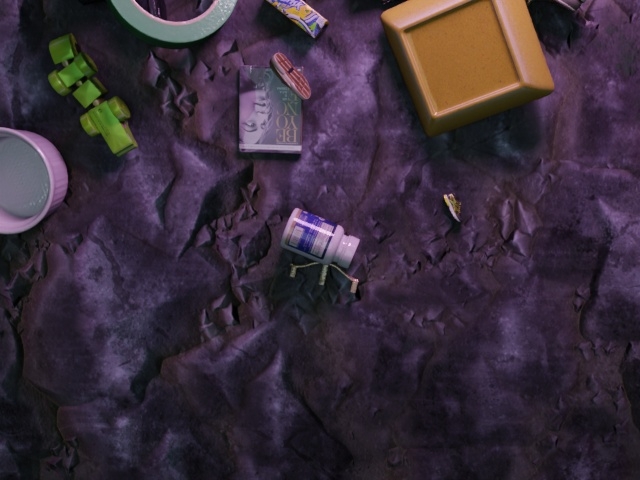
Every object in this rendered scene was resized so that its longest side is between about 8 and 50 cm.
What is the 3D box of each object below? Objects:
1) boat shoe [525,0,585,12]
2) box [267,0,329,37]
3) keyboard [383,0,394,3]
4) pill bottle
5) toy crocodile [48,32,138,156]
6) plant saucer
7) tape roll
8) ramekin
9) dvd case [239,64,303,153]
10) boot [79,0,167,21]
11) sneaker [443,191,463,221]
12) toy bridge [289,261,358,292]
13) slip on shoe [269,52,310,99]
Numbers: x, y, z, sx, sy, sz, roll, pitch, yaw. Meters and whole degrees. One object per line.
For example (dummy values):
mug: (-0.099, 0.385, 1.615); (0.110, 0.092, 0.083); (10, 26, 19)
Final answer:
boat shoe: (0.469, -0.603, 1.759); (0.305, 0.109, 0.091); (30, 104, 6)
box: (-0.061, -0.570, 1.853); (0.169, 0.059, 0.054); (39, 105, -2)
keyboard: (0.172, -0.625, 1.822); (0.192, 0.038, 0.100); (-6, 112, -3)
pill bottle: (0.000, 0.000, 1.940); (0.186, 0.112, 0.112); (23, 104, 1)
toy crocodile: (-0.589, -0.375, 1.947); (0.115, 0.105, 0.340); (-32, 101, 12)
plant saucer: (0.336, -0.437, 1.769); (0.332, 0.081, 0.333); (-18, 104, 25)
tape roll: (-0.357, -0.626, 1.801); (0.321, 0.077, 0.321); (0, 92, -17)
ramekin: (-0.810, -0.164, 1.993); (0.277, 0.135, 0.277); (2, 103, 7)
dvd case: (-0.127, -0.335, 1.933); (0.164, 0.018, 0.221); (3, 102, 6)
boot: (-0.503, -0.610, 1.881); (0.207, 0.094, 0.246); (-9, 97, 7)
sneaker: (0.346, -0.086, 1.920); (0.035, 0.031, 0.083); (-29, 97, 11)
toy bridge: (0.009, 0.086, 2.001); (0.188, 0.026, 0.063); (14, 101, 4)
slip on shoe: (-0.079, -0.405, 1.884); (0.135, 0.051, 0.041); (48, 141, -11)
